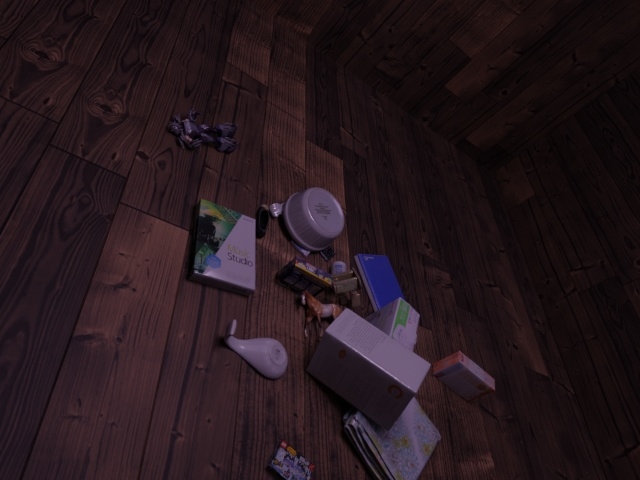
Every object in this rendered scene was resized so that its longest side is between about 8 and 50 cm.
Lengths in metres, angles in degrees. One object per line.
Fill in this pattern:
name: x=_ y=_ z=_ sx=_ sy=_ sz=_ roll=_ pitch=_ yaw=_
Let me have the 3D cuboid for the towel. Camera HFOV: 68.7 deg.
towel: x=0.261 y=0.683 z=1.688 sx=0.374 sy=0.090 sz=0.321 roll=-26 pitch=82 yaw=-51

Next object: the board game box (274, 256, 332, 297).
board game box: x=-0.065 y=0.145 z=1.769 sx=0.170 sy=0.141 sz=0.048 roll=31 pitch=42 yaw=-24

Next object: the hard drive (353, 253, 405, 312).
hard drive: x=0.286 y=0.213 z=2.143 sx=0.210 sy=0.040 sz=0.319 roll=5 pitch=56 yaw=-42

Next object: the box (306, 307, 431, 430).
box: x=0.159 y=0.433 z=1.596 sx=0.345 sy=0.215 sz=0.168 roll=33 pitch=34 yaw=15

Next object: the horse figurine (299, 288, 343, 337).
horse figurine: x=0.023 y=0.295 z=1.793 sx=0.263 sy=0.066 sz=0.175 roll=16 pitch=55 yaw=-33

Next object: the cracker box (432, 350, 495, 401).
cracker box: x=0.631 y=0.600 z=2.064 sx=0.232 sy=0.155 sz=0.067 roll=39 pitch=39 yaw=-14

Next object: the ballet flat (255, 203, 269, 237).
ballet flat: x=-0.225 y=-0.081 z=1.874 sx=0.057 sy=0.049 sz=0.173 roll=28 pitch=43 yaw=-27

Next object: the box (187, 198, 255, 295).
box: x=-0.342 y=0.022 z=1.665 sx=0.232 sy=0.058 sz=0.322 roll=21 pitch=45 yaw=-32

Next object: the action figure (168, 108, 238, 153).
action figure: x=-0.476 y=-0.440 z=1.892 sx=0.285 sy=0.099 sz=0.185 roll=4 pitch=65 yaw=-38

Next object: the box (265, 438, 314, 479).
box: x=-0.089 y=0.673 z=1.392 sx=0.137 sy=0.027 sz=0.094 roll=43 pitch=37 yaw=-9

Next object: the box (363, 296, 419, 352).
box: x=0.247 y=0.387 z=1.802 sx=0.127 sy=0.231 sz=0.262 roll=42 pitch=39 yaw=-11

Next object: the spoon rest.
spoon rest: x=-0.209 y=0.351 z=1.519 sx=0.276 sy=0.084 sz=0.137 roll=42 pitch=37 yaw=-32

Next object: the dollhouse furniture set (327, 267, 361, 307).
dollhouse furniture set: x=0.068 y=0.219 z=1.866 sx=0.181 sy=0.161 sz=0.101 roll=-13 pitch=26 yaw=-8

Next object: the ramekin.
ramekin: x=-0.017 y=-0.099 z=1.972 sx=0.272 sy=0.127 sz=0.273 roll=24 pitch=53 yaw=-36

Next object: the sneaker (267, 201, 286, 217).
sneaker: x=-0.161 y=-0.130 z=1.988 sx=0.152 sy=0.053 sz=0.061 roll=-18 pitch=89 yaw=-48

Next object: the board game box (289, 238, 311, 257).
board game box: x=-0.073 y=0.016 z=1.968 sx=0.090 sy=0.020 sz=0.090 roll=47 pitch=39 yaw=-4

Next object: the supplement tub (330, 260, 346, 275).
supplement tub: x=0.076 y=0.149 z=1.963 sx=0.071 sy=0.071 sz=0.107 roll=27 pitch=43 yaw=-27

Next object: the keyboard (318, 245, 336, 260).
keyboard: x=0.000 y=0.000 z=2.053 sx=0.180 sy=0.023 sz=0.108 roll=50 pitch=37 yaw=-1
